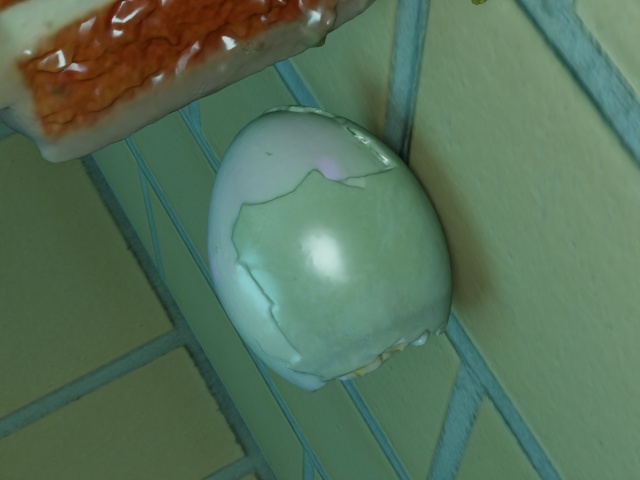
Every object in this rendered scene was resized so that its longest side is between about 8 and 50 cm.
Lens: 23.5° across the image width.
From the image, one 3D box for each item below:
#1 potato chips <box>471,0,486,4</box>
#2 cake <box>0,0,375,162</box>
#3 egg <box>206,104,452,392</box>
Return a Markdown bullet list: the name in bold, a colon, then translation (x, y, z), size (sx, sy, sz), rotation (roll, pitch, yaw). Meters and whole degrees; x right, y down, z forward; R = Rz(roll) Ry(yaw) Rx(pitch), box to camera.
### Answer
- **potato chips**: translation (0.061, -0.226, 0.845), size (0.204, 0.026, 0.037), rotation (66, 170, -18)
- **cake**: translation (-0.129, -0.231, 0.976), size (0.230, 0.309, 0.237), rotation (55, 168, 40)
- **egg**: translation (0.000, 0.000, 1.192), size (0.217, 0.183, 0.183), rotation (64, 168, 7)
